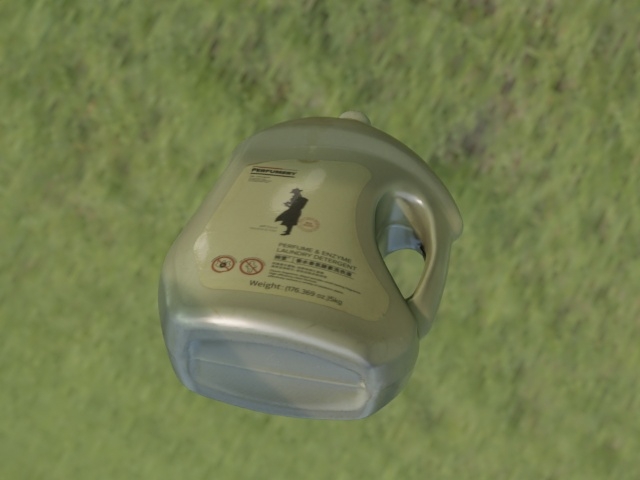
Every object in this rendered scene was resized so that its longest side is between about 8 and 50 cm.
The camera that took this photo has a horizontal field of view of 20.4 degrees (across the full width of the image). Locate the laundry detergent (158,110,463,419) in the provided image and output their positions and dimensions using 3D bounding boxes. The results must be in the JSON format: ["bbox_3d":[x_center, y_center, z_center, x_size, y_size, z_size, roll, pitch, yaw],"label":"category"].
[{"bbox_3d":[0.000,0.000,1.188,0.181,0.253,0.091,9,133,11],"label":"laundry detergent"}]
